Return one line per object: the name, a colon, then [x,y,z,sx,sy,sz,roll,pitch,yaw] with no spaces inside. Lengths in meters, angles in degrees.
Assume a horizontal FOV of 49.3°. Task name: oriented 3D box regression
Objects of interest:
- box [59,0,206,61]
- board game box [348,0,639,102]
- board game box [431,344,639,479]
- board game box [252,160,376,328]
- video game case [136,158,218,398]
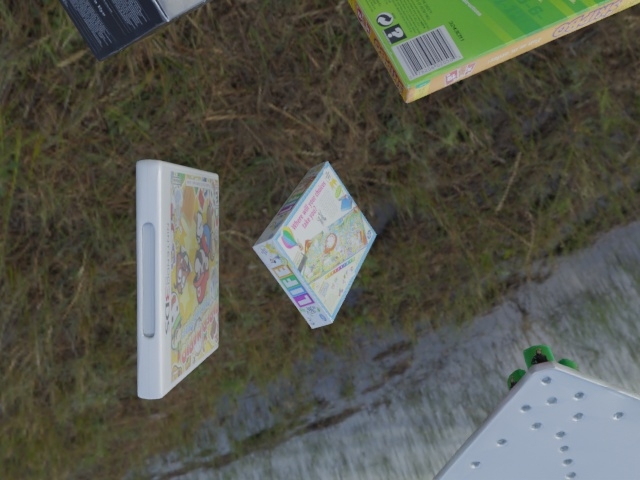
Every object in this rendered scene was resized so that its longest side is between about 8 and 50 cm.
box: [-0.262,-0.504,1.261,0.343,0.178,0.313,-42,-157,-29]
board game box: [0.165,-0.227,0.618,0.260,0.124,0.039,-25,163,-3]
board game box: [0.304,0.316,0.824,0.390,0.050,0.389,21,122,-14]
board game box: [0.000,0.000,0.707,0.026,0.154,0.103,-21,113,34]
video game case: [-0.137,0.029,0.704,0.026,0.206,0.227,1,-177,4]
